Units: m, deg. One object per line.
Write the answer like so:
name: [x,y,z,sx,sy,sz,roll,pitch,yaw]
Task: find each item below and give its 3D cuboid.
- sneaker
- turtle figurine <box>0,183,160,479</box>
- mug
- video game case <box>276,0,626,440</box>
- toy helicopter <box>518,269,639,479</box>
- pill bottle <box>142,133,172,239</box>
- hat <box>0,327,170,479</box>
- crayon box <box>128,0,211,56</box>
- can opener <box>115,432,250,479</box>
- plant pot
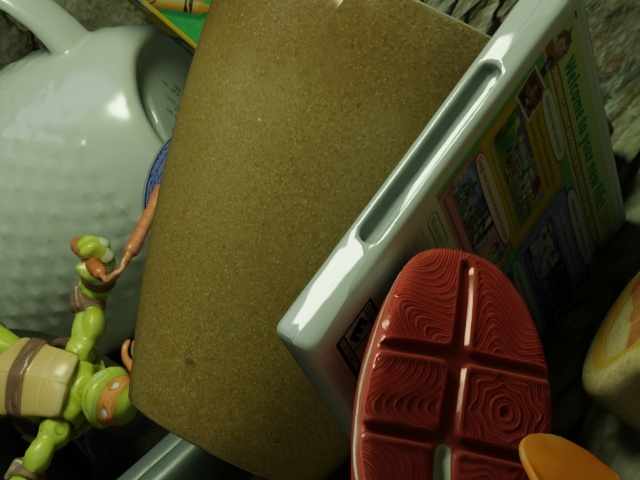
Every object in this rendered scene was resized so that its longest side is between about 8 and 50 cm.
sneaker: [0.023,0.119,0.640,0.128,0.087,0.221,-33,45,58]
turtle figurine: [-0.197,0.084,1.098,0.217,0.087,0.269,10,80,30]
mug: [-0.247,-0.078,1.455,0.328,0.374,0.276,-31,18,34]
video game case: [0.070,0.011,0.730,0.193,0.023,0.212,-53,-29,-14]
toy helicopter: [0.149,0.058,0.530,0.235,0.140,0.355,-59,4,-2]
pill bottle: [-0.047,-0.023,1.169,0.152,0.152,0.272,-51,15,-5]
hat: [-0.245,0.218,1.141,0.331,0.134,0.331,-3,38,3]
crayon box: [-0.059,-0.166,1.308,0.081,0.278,0.165,-50,15,0]
can opener: [-0.106,0.184,0.981,0.280,0.093,0.074,-46,14,-21]
plant pot: [0.000,0.000,0.898,0.254,0.237,0.237,-63,15,0]
